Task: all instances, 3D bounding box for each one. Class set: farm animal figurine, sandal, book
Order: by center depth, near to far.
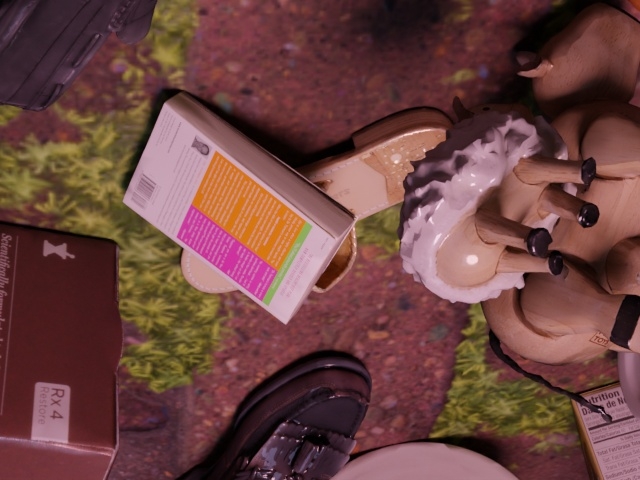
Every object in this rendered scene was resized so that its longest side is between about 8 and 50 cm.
[{"bbox_3d":[0.199,-0.053,0.703,0.330,0.172,0.327,41,76,-39],"label":"farm animal figurine"},{"bbox_3d":[-0.059,-0.019,0.746,0.144,0.035,0.096,37,129,6],"label":"book"},{"bbox_3d":[-0.004,-0.003,0.790,0.240,0.079,0.088,-30,133,20],"label":"sandal"}]

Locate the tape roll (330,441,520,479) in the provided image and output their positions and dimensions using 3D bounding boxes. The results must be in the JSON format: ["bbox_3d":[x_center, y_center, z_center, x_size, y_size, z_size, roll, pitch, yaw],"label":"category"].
[{"bbox_3d":[0.097,0.335,1.034,0.246,0.246,0.169,-11,136,1],"label":"tape roll"}]

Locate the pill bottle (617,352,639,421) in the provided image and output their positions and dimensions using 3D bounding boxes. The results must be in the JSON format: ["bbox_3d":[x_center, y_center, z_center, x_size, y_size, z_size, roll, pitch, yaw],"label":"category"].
[{"bbox_3d":[0.362,0.104,0.943,0.193,0.108,0.108,2,135,-12],"label":"pill bottle"}]

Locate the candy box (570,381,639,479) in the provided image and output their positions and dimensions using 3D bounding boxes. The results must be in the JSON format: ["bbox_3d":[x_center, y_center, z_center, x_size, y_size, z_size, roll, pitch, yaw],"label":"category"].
[{"bbox_3d":[0.316,0.300,0.983,0.087,0.316,0.183,-18,135,6],"label":"candy box"}]

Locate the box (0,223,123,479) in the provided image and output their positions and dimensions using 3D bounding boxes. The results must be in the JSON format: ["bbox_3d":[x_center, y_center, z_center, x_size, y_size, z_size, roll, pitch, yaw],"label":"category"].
[{"bbox_3d":[-0.260,0.185,0.858,0.143,0.191,0.381,11,132,-20],"label":"box"}]

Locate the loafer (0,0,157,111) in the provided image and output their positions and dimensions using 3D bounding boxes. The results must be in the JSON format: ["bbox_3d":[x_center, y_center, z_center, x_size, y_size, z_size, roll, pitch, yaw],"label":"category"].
[{"bbox_3d":[-0.122,-0.150,0.630,0.223,0.076,0.078,-35,136,30],"label":"loafer"}]

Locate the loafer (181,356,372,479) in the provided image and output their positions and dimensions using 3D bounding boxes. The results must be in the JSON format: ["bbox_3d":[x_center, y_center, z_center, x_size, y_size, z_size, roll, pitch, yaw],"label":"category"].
[{"bbox_3d":[-0.049,0.224,1.001,0.109,0.095,0.302,23,127,-29],"label":"loafer"}]
